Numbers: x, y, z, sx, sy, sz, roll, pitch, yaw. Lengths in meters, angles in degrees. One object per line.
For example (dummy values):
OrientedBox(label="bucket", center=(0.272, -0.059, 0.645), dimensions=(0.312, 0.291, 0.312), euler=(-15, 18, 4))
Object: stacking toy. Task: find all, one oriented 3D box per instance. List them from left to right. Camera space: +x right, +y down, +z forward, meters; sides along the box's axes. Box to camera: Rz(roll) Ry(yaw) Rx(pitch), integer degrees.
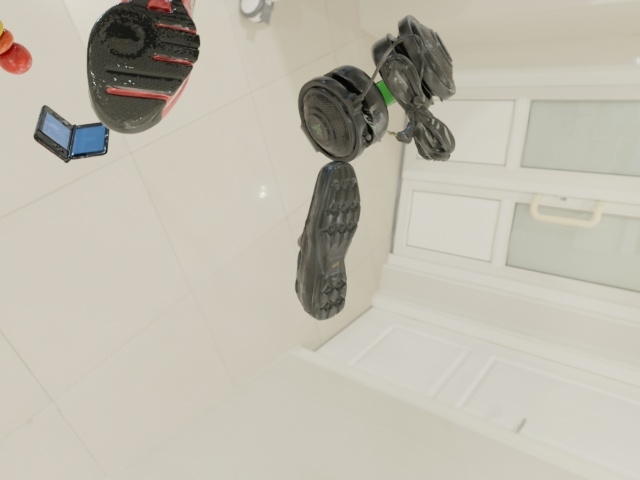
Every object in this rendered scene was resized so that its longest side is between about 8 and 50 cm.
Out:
OrientedBox(label="stacking toy", center=(-0.906, -0.576, 1.281), dimensions=(0.141, 0.141, 0.330), euler=(-63, 156, -19))

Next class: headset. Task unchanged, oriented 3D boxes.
OrientedBox(label="headset", center=(0.097, -0.193, 0.706), dimensions=(0.185, 0.243, 0.394), euler=(57, 5, -7))

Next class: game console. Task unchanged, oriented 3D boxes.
OrientedBox(label="game console", center=(-0.552, -0.248, 1.086), dimensions=(0.085, 0.144, 0.124), euler=(-33, 135, 12))

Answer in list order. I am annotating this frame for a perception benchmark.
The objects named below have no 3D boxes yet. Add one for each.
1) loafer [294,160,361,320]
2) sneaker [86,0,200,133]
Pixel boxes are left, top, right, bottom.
OrientedBox(label="loafer", center=(0.000, 0.000, 0.651), dimensions=(0.076, 0.078, 0.223), euler=(-13, 119, -40))
OrientedBox(label="sneaker", center=(-0.206, -0.258, 0.619), dimensions=(0.116, 0.136, 0.313), euler=(10, 70, -13))
